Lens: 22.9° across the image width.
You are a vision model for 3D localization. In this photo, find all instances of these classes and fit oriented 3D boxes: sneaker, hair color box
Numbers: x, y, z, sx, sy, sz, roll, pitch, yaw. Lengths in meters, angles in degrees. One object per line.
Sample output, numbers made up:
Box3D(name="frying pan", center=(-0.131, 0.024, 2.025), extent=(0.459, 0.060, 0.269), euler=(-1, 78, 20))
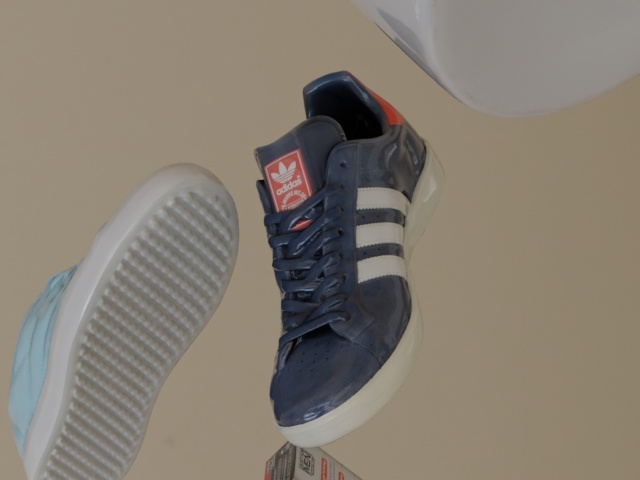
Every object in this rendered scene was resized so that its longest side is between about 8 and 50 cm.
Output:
Box3D(name="sneaker", center=(-0.193, 0.057, 1.342), extent=(0.135, 0.366, 0.150), euler=(1, -139, -40))
Box3D(name="hair color box", center=(0.020, 0.221, 1.255), extent=(0.043, 0.141, 0.072), euler=(-45, -164, 20))
Box3D(name="sneaker", center=(0.000, 0.000, 1.217), extent=(0.131, 0.148, 0.350), euler=(-24, -149, 26))

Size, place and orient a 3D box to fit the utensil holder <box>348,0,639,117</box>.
Box3D(name="utensil holder", center=(0.073, -0.308, 0.956), extent=(0.327, 0.328, 0.385), euler=(-19, -127, -28))
